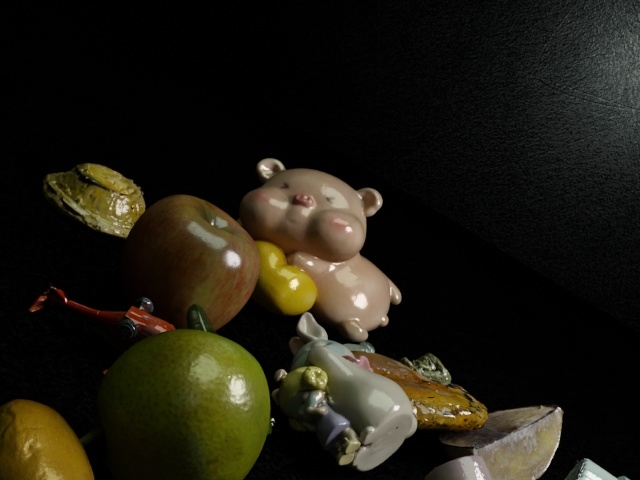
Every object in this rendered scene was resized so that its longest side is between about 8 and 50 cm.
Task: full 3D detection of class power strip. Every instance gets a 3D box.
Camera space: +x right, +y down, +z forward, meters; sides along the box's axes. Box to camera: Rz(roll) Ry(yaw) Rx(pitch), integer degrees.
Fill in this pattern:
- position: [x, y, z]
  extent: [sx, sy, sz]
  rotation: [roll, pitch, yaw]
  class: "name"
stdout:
- position: [0.058, 0.194, 1.499]
  extent: [0.055, 0.035, 0.083]
  rotation: [37, 29, 24]
  class: "power strip"

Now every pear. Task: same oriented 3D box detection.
- position: [-0.158, 0.175, 0.886]
  extent: [0.216, 0.180, 0.166]
  rotation: [-5, 39, -20]
  class: "pear"

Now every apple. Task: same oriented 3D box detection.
- position: [-0.183, 0.039, 1.240]
  extent: [0.188, 0.174, 0.188]
  rotation: [33, 10, -7]
  class: "apple"

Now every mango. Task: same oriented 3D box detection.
- position: [-0.245, 0.208, 0.776]
  extent: [0.098, 0.075, 0.190]
  rotation: [4, 30, -27]
  class: "mango"

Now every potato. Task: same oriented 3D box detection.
- position: [0.267, 0.329, 1.387]
  extent: [0.261, 0.100, 0.120]
  rotation: [-8, -1, -45]
  class: "potato"

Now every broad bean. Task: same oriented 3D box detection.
- position: [-0.122, 0.171, 1.130]
  extent: [0.195, 0.046, 0.061]
  rotation: [54, 24, 3]
  class: "broad bean"

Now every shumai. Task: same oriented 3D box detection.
- position: [0.168, 0.236, 1.532]
  extent: [0.080, 0.082, 0.083]
  rotation: [-26, 33, -27]
  class: "shumai"

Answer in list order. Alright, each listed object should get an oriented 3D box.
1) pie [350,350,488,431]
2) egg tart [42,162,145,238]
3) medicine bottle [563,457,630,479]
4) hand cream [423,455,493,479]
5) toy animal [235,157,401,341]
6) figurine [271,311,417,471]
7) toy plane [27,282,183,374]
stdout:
- position: [0.133, 0.233, 1.363]
  extent: [0.273, 0.069, 0.273]
  rotation: [16, 7, -2]
  class: "pie"
- position: [-0.357, -0.072, 1.481]
  extent: [0.191, 0.074, 0.191]
  rotation: [30, 13, -7]
  class: "egg tart"
- position: [0.449, 0.437, 1.193]
  extent: [0.318, 0.158, 0.158]
  rotation: [34, 15, 13]
  class: "medicine bottle"
- position: [0.198, 0.377, 1.041]
  extent: [0.133, 0.083, 0.248]
  rotation: [13, 43, -42]
  class: "hand cream"
- position: [-0.002, 0.006, 1.559]
  extent: [0.345, 0.247, 0.277]
  rotation: [32, 17, 5]
  class: "toy animal"
- position: [0.004, 0.195, 1.207]
  extent: [0.155, 0.127, 0.235]
  rotation: [-19, 45, -38]
  class: "figurine"
- position: [-0.253, 0.099, 1.115]
  extent: [0.194, 0.077, 0.126]
  rotation: [35, 29, 17]
  class: "toy plane"
